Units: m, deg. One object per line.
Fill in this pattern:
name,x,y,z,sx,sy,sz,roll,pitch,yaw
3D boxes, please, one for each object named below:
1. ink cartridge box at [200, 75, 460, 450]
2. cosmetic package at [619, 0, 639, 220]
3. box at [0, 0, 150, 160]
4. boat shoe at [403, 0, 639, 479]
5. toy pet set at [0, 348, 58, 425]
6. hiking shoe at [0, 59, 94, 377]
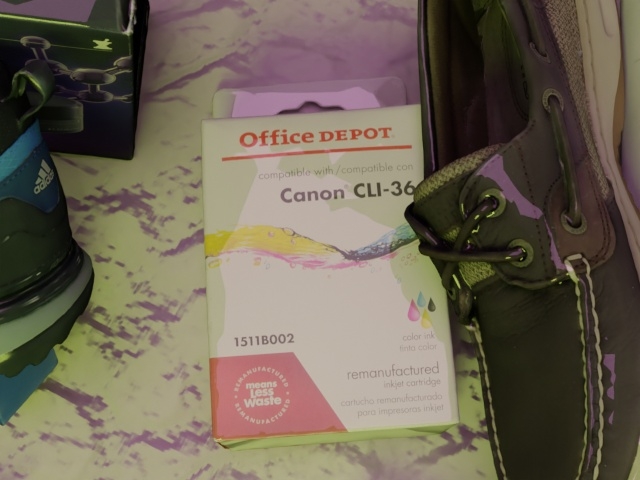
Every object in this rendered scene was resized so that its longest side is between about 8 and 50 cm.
ink cartridge box,0.000,0.000,0.520,0.115,0.067,0.198,-4,75,-1
cosmetic package,0.260,0.053,0.420,0.230,0.161,0.453,10,74,-22
box,-0.212,-0.119,0.471,0.261,0.184,0.103,5,75,-9
boat shoe,0.082,-0.014,0.452,0.092,0.103,0.285,13,66,-27
toy pet set,-0.175,0.084,0.482,0.122,0.065,0.114,49,53,-15
hiking shoe,-0.250,-0.025,0.444,0.304,0.113,0.132,1,120,3
